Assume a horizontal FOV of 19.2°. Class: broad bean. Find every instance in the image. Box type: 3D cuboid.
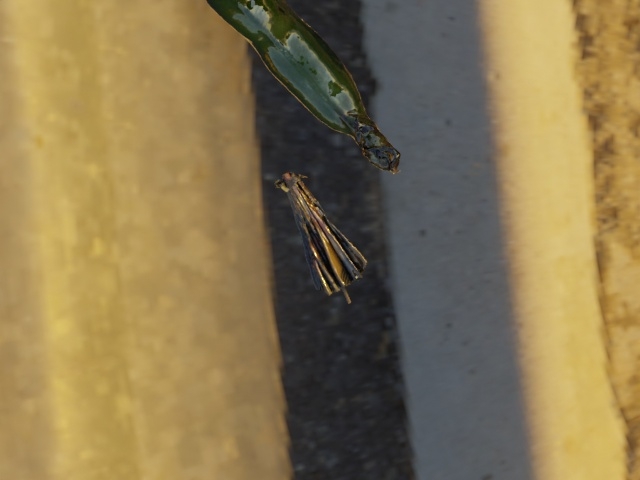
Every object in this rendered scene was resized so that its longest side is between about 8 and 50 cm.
[{"bbox_3d":[-0.050,-0.160,1.275,0.049,0.292,0.144,-42,35,6],"label":"broad bean"}]

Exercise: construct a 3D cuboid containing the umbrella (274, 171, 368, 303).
[{"bbox_3d":[0.000,-0.001,1.007,0.031,0.020,0.083,-22,106,14],"label":"umbrella"}]
